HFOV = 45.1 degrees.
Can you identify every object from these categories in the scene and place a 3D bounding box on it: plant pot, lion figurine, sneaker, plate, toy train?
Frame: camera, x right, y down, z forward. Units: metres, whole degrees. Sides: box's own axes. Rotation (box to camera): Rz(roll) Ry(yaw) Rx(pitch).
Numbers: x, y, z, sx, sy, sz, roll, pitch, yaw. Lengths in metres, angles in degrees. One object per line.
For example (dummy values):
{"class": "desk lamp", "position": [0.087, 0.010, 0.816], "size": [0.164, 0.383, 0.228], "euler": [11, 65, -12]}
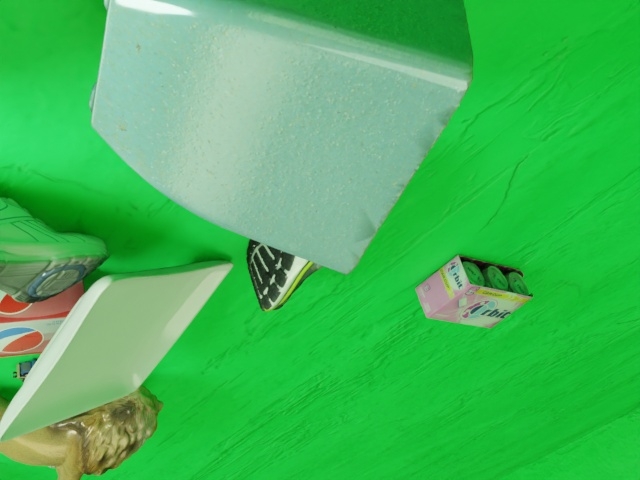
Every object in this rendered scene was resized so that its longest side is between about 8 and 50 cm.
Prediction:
{"class": "plant pot", "position": [-0.050, -0.158, 0.649], "size": [0.252, 0.248, 0.247], "euler": [13, 139, -13]}
{"class": "lion figurine", "position": [-0.467, 0.308, 1.232], "size": [0.392, 0.142, 0.240], "euler": [12, 130, -32]}
{"class": "sneaker", "position": [0.000, 0.000, 1.029], "size": [0.121, 0.111, 0.300], "euler": [3, 145, -36]}
{"class": "plate", "position": [-0.271, 0.128, 1.022], "size": [0.278, 0.045, 0.277], "euler": [-51, 164, 18]}
{"class": "toy train", "position": [-0.394, 0.196, 1.198], "size": [0.158, 0.027, 0.036], "euler": [-4, 142, -22]}
{"class": "sneaker", "position": [-0.350, -0.004, 0.849], "size": [0.111, 0.129, 0.297], "euler": [-34, 163, 20]}

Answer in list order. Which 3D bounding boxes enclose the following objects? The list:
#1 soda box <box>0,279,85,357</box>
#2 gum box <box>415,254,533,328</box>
{"class": "soda box", "position": [-0.434, 0.096, 0.974], "size": [0.263, 0.083, 0.092], "euler": [-4, 145, -22]}
{"class": "gum box", "position": [0.272, 0.093, 1.340], "size": [0.188, 0.062, 0.107], "euler": [13, 137, -39]}
